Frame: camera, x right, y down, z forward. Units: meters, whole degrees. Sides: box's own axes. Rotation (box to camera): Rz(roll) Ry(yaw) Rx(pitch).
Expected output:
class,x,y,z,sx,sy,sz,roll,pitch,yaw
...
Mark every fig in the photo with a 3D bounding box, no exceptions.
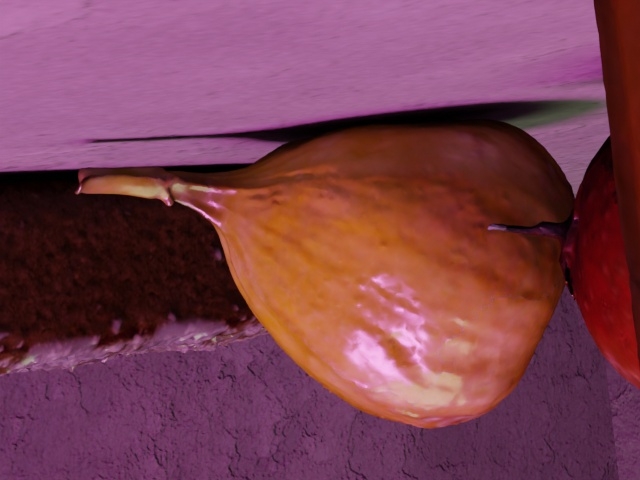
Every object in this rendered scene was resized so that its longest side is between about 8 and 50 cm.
class,x,y,z,sx,sy,sz,roll,pitch,yaw
fig,0.000,0.000,0.905,0.257,0.159,0.159,14,168,-26

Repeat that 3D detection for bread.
class,x,y,z,sx,sy,sz,roll,pitch,yaw
bread,-0.197,0.026,1.012,0.417,0.113,0.165,-5,180,-41

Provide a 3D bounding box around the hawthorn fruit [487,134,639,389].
class,x,y,z,sx,sy,sz,roll,pitch,yaw
hawthorn fruit,0.176,-0.006,0.770,0.235,0.181,0.181,8,-173,38

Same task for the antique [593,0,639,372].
class,x,y,z,sx,sy,sz,roll,pitch,yaw
antique,0.126,0.064,0.349,0.087,0.309,0.093,-5,177,-40
